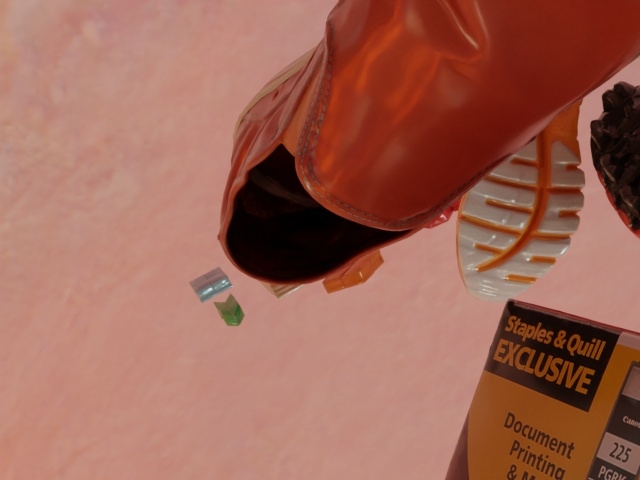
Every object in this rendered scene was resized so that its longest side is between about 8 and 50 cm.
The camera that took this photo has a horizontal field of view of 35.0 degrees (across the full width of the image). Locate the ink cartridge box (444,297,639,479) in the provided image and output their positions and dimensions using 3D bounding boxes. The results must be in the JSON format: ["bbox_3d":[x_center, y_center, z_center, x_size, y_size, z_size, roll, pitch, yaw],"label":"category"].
[{"bbox_3d":[0.179,0.123,0.395,0.130,0.309,0.272,21,87,-22],"label":"ink cartridge box"}]

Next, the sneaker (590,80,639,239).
[{"bbox_3d":[0.273,0.005,0.641,0.097,0.135,0.276,-42,51,11],"label":"sneaker"}]

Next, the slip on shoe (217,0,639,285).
[{"bbox_3d":[0.039,-0.056,0.436,0.123,0.331,0.101,25,64,-17],"label":"slip on shoe"}]

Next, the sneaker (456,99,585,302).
[{"bbox_3d":[0.141,-0.061,0.724,0.084,0.083,0.215,14,90,-10],"label":"sneaker"}]

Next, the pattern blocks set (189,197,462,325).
[{"bbox_3d":[0.000,0.000,1.245,0.285,0.325,0.026,18,137,61],"label":"pattern blocks set"}]
